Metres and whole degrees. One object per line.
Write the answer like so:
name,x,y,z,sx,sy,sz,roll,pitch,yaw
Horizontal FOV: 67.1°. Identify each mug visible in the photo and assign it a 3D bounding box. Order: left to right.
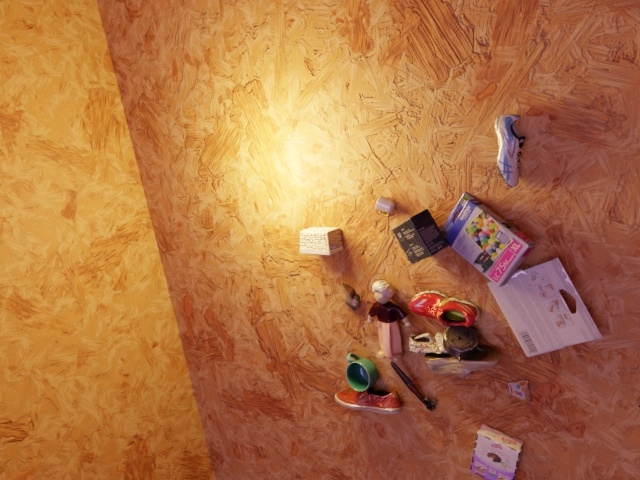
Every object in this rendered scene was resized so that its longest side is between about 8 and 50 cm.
mug,0.191,0.579,2.146,0.129,0.097,0.158,-6,90,41
mug,0.259,-0.136,1.899,0.064,0.078,0.062,24,86,19

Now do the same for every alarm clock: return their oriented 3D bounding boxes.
alarm clock,0.517,0.359,1.818,0.192,0.129,0.064,-123,15,-49

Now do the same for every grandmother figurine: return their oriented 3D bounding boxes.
grandmother figurine,0.279,0.328,2.003,0.208,0.104,0.342,-3,105,29

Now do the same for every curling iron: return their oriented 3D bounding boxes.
curling iron,0.389,0.605,2.018,0.274,0.035,0.068,48,138,0

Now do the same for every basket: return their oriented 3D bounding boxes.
basket,0.000,0.000,2.094,0.167,0.113,0.103,1,103,36

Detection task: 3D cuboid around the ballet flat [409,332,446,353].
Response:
ballet flat,0.448,0.402,1.900,0.241,0.091,0.077,-13,101,40

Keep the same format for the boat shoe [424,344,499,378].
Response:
boat shoe,0.546,0.470,1.848,0.302,0.109,0.098,-14,105,42

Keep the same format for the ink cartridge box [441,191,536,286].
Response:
ink cartridge box,0.555,-0.010,1.665,0.311,0.065,0.186,48,129,34

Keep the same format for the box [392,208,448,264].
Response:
box,0.367,-0.012,1.788,0.158,0.093,0.156,61,159,4

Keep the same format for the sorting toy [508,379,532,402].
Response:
sorting toy,0.731,0.557,1.780,0.075,0.045,0.083,-2,104,57

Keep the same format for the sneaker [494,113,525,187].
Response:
sneaker,0.617,-0.287,1.553,0.086,0.085,0.237,-1,105,42

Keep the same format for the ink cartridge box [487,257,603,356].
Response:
ink cartridge box,0.754,0.222,1.629,0.261,0.066,0.296,-30,86,40

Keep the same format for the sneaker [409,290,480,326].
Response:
sneaker,0.458,0.264,1.831,0.279,0.118,0.107,5,107,36

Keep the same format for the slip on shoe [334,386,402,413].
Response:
slip on shoe,0.213,0.707,2.174,0.331,0.123,0.101,-6,85,35

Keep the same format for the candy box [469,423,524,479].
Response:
candy box,0.687,0.843,1.881,0.165,0.070,0.196,17,115,32

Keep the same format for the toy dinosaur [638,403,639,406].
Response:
toy dinosaur,1.078,0.610,1.529,0.112,0.064,0.211,-20,83,57

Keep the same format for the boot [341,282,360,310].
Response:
boot,0.126,0.254,2.131,0.118,0.042,0.087,43,134,27
